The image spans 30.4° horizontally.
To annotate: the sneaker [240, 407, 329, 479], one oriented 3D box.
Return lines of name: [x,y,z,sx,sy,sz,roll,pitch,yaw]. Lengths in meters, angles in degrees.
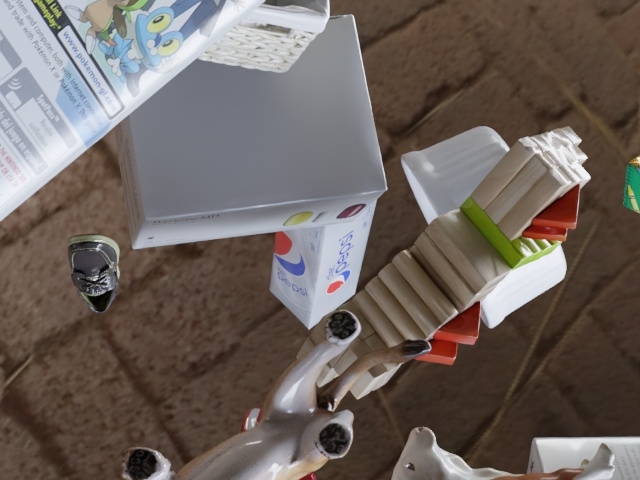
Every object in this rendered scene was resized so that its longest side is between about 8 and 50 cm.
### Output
sneaker: [-0.031,0.294,1.436,0.128,0.087,0.221,-5,45,2]

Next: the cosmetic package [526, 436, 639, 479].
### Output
cosmetic package: [0.322,0.318,1.281,0.183,0.152,0.151,0,34,-2]

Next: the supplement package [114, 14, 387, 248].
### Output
supplement package: [-0.085,-0.116,1.284,0.261,0.145,0.204,-7,79,-15]

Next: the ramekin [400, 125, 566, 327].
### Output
ramekin: [0.234,-0.027,1.674,0.135,0.277,0.277,-28,83,1]

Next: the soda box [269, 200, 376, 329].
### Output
soda box: [0.000,0.000,1.603,0.098,0.286,0.091,-36,68,-25]

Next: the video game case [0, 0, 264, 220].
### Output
video game case: [-0.172,-0.170,0.501,0.300,0.036,0.329,-43,133,-16]

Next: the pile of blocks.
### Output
pile of blocks: [0.144,0.044,1.188,0.113,0.362,0.149,52,14,17]

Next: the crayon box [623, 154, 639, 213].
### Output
crayon box: [0.600,-0.104,1.735,0.278,0.081,0.165,-29,42,-30]

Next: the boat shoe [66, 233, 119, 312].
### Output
boat shoe: [-0.245,0.037,1.291,0.056,0.152,0.049,-5,68,-1]

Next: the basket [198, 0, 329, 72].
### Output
basket: [-0.064,-0.258,1.142,0.113,0.103,0.167,7,62,-20]

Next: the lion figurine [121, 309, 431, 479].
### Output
lion figurine: [-0.082,0.218,1.092,0.392,0.240,0.142,-25,71,-18]

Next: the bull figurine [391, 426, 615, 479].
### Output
bull figurine: [0.192,0.261,0.999,0.188,0.101,0.310,-26,44,-13]
